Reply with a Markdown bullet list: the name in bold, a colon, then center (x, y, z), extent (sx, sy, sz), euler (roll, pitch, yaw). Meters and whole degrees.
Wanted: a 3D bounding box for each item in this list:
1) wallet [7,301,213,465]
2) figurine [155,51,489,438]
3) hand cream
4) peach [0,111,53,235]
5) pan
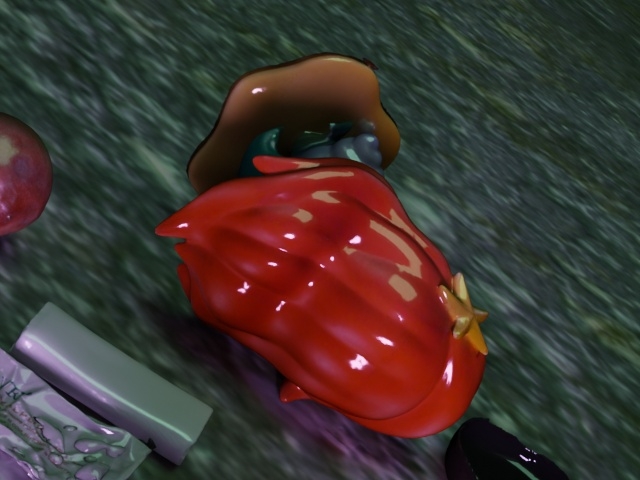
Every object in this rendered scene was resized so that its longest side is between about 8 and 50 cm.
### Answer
- **wallet**: center (-0.124, 0.084, 1.078), extent (0.122, 0.025, 0.061), euler (33, 26, -2)
- **figurine**: center (-0.003, 0.007, 1.222), extent (0.257, 0.181, 0.208), euler (-112, 179, -49)
- **hand cream**: center (-0.205, 0.054, 1.006), extent (0.257, 0.050, 0.084), euler (43, 27, 5)
- **peach**: center (-0.208, -0.042, 1.137), extent (0.083, 0.083, 0.083), euler (28, 25, -14)
- **pan**: center (0.141, 0.192, 1.195), extent (0.115, 0.040, 0.212), euler (27, 18, -18)
